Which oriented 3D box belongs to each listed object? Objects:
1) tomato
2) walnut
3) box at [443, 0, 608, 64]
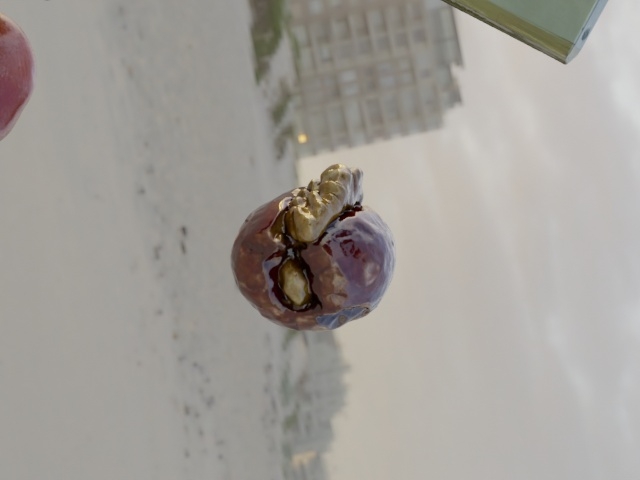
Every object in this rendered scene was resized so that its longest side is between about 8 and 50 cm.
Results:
[{"bbox_3d":[-0.426,-0.194,1.768,0.151,0.187,0.187,35,-1,-7],"label":"tomato"},{"bbox_3d":[0.000,0.000,2.126,0.269,0.222,0.243,-48,146,-65],"label":"walnut"},{"bbox_3d":[0.172,-0.316,1.393,0.210,0.270,0.045,-64,159,9],"label":"box"}]
